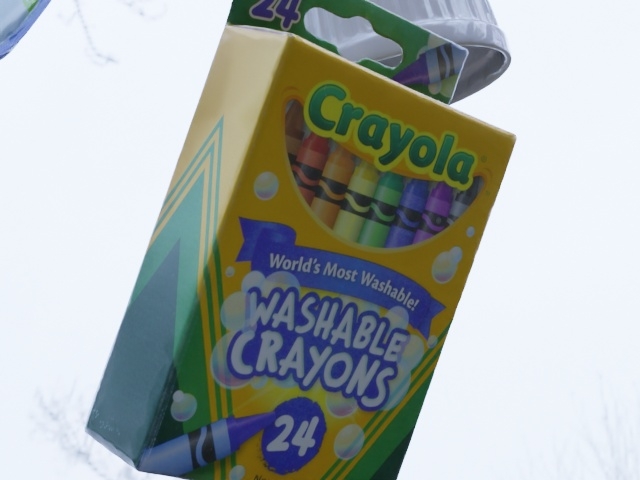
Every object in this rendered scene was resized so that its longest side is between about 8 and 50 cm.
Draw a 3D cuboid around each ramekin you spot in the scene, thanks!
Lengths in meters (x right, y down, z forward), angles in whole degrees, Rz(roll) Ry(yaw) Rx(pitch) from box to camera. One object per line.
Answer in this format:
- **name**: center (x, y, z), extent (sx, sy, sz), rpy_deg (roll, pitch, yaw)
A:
- **ramekin**: center (0.051, -0.177, 1.126), extent (0.207, 0.109, 0.207), rpy_deg (-14, -10, -3)

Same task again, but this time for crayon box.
- **crayon box**: center (0.000, 0.000, 0.844), extent (0.203, 0.323, 0.083), rpy_deg (18, 1, -38)

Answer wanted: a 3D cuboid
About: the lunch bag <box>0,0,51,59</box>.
- **lunch bag**: center (-0.166, -0.174, 0.465), extent (0.090, 0.176, 0.219), rpy_deg (-7, -52, 17)
